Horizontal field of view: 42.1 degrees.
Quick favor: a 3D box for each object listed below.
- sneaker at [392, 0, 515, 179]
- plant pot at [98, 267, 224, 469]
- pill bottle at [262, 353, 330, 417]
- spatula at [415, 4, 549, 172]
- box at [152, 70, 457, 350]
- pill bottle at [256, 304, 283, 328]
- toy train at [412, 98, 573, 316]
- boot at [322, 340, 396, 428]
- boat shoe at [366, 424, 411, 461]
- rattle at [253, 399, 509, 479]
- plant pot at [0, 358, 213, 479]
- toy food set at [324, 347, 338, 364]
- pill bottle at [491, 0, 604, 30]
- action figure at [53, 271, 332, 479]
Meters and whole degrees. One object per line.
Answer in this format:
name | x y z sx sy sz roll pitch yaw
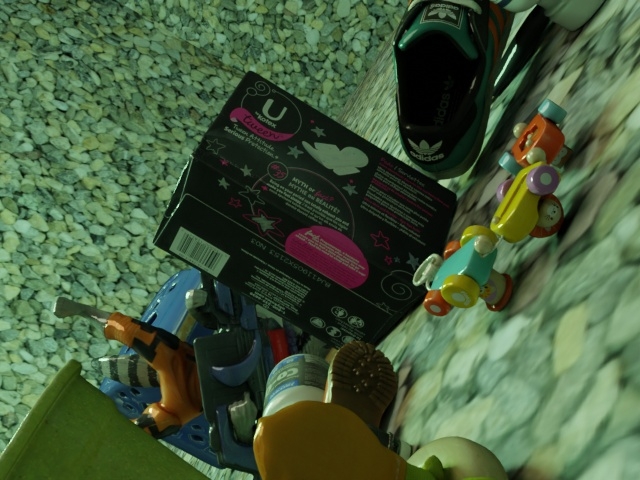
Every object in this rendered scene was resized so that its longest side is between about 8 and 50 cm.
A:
sneaker | 0.134 -0.218 0.821 0.121 0.108 0.302 32 -116 -72
plant pot | -0.157 0.173 1.228 0.212 0.236 0.236 -40 20 56
pill bottle | -0.016 0.165 0.791 0.078 0.078 0.137 -60 6 9
spatula | 0.171 -0.156 0.933 0.296 0.030 0.084 -52 24 44
box | -0.016 -0.021 0.840 0.163 0.247 0.142 -53 8 50
pill bottle | 0.000 0.000 1.166 0.246 0.130 0.130 -64 7 -27
toy train | 0.132 -0.015 0.582 0.166 0.046 0.125 -56 6 15
boot | 0.017 0.154 0.686 0.158 0.059 0.085 -70 6 -51
boat shoe | 0.020 0.189 0.574 0.125 0.038 0.046 -62 6 -11
rattle | 0.005 0.150 0.441 0.199 0.142 0.130 161 120 -72
plant pot | -0.177 0.285 0.729 0.276 0.253 0.276 -60 7 12
toy food set | 0.017 0.139 0.903 0.083 0.020 0.083 -61 6 -5
pill bottle | 0.171 -0.271 0.744 0.112 0.186 0.112 -60 6 11
action figure | -0.144 0.114 1.010 0.178 0.330 0.342 69 -161 -83
